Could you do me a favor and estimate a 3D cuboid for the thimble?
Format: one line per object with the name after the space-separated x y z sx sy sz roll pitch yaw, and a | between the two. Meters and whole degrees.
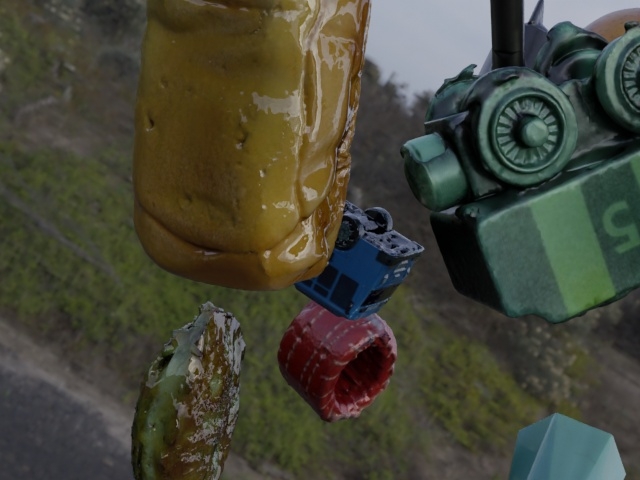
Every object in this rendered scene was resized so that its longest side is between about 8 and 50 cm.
0.026 0.183 1.789 0.125 0.163 0.189 42 -32 33 | thimble

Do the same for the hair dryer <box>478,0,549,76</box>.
0.203 -0.234 1.196 0.078 0.195 0.248 13 -37 18 | hair dryer

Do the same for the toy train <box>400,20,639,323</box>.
0.226 -0.065 1.035 0.167 0.299 0.238 -151 -141 -75 | toy train

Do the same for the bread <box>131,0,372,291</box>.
-0.049 -0.114 0.888 0.167 0.294 0.132 18 18 34 | bread

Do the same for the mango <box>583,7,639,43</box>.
0.385 -0.138 1.225 0.291 0.159 0.191 14 30 -28 | mango

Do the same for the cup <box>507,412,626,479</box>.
0.285 0.352 1.467 0.134 0.148 0.235 41 48 -6 | cup

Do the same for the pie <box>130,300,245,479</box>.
-0.188 0.253 1.705 0.103 0.354 0.288 10 10 12 | pie

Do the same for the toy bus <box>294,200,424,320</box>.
0.000 0.000 1.165 0.185 0.106 0.090 33 18 21 | toy bus
